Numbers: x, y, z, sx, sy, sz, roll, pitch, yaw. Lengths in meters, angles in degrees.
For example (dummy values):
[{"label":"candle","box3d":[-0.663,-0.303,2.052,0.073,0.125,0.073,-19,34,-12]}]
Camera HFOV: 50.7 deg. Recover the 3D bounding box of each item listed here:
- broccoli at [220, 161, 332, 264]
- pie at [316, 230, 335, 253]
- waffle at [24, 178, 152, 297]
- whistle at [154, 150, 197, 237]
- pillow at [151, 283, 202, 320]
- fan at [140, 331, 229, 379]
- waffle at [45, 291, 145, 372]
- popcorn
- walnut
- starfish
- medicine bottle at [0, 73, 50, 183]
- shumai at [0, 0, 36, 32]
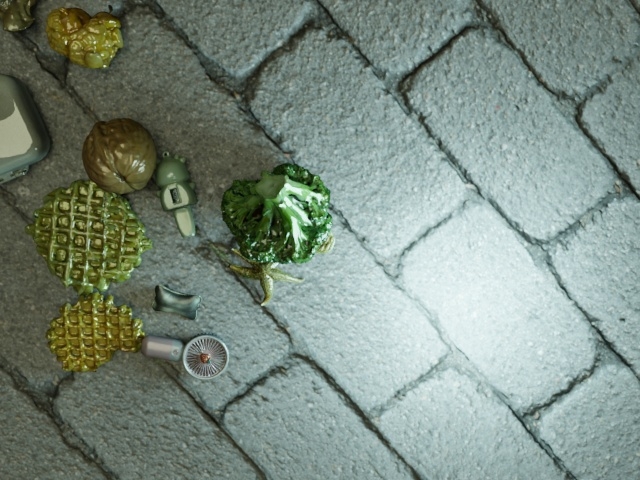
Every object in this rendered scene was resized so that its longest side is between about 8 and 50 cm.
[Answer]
[{"label":"broccoli","box3d":[-0.117,-0.081,1.784,0.308,0.275,0.307,-5,65,11]},{"label":"pie","box3d":[0.000,0.000,1.913,0.085,0.020,0.084,0,96,-1]},{"label":"waffle","box3d":[-0.639,-0.010,1.863,0.297,0.073,0.317,-35,96,1]},{"label":"whistle","box3d":[-0.392,-0.127,1.852,0.110,0.092,0.244,-16,94,-2]},{"label":"pillow","box3d":[-0.405,0.175,1.898,0.136,0.055,0.091,19,97,-2]},{"label":"fan","box3d":[-0.379,0.314,1.893,0.245,0.074,0.130,10,96,-9]},{"label":"waffle","box3d":[-0.629,0.270,1.885,0.249,0.056,0.253,35,99,-18]},{"label":"popcorn","box3d":[-0.621,-0.527,1.787,0.194,0.140,0.163,-2,87,-12]},{"label":"walnut","box3d":[-0.529,-0.226,1.784,0.214,0.213,0.213,0,96,-2]},{"label":"starfish","box3d":[-0.151,0.077,1.909,0.224,0.050,0.216,17,86,-9]},{"label":"medicine bottle","box3d":[-0.935,-0.274,1.802,0.375,0.123,0.282,-23,94,1]},{"label":"shumai","box3d":[-0.819,-0.623,1.775,0.209,0.161,0.152,-42,119,-20]}]
